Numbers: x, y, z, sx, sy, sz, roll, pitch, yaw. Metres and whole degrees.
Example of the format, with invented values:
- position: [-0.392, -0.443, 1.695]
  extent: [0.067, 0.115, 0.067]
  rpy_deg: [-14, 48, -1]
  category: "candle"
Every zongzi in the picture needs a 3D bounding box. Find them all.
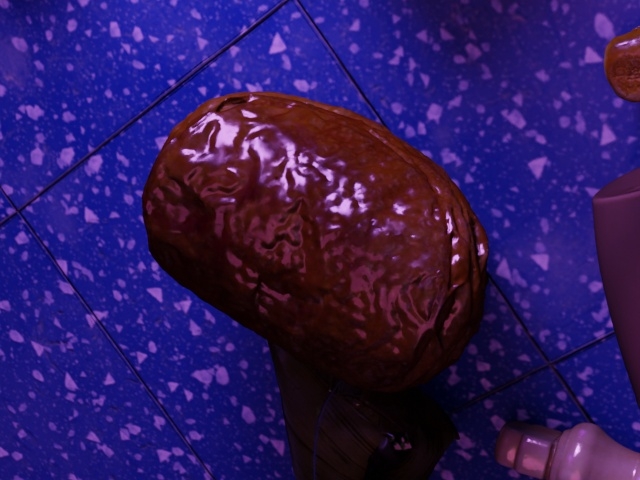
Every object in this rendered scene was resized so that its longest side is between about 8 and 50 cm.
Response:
- position: [-0.008, 0.227, 1.481]
  extent: [0.300, 0.138, 0.286]
  rpy_deg: [39, 128, 20]
  category: "zongzi"

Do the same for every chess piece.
- position: [0.380, 0.276, 1.332]
  extent: [0.397, 0.117, 0.117]
  rpy_deg: [14, 116, 20]
  category: "chess piece"

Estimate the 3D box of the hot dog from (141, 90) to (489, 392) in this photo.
- position: [0.000, 0.000, 1.321]
  extent: [0.387, 0.174, 0.267]
  rpy_deg: [29, 106, 13]
  category: "hot dog"

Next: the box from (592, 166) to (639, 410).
- position: [0.394, 0.017, 1.128]
  extent: [0.301, 0.301, 0.216]
  rpy_deg: [-21, 94, 29]
  category: "box"

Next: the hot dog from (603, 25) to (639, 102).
- position: [0.409, -0.187, 1.151]
  extent: [0.286, 0.061, 0.088]
  rpy_deg: [-4, 112, 24]
  category: "hot dog"
